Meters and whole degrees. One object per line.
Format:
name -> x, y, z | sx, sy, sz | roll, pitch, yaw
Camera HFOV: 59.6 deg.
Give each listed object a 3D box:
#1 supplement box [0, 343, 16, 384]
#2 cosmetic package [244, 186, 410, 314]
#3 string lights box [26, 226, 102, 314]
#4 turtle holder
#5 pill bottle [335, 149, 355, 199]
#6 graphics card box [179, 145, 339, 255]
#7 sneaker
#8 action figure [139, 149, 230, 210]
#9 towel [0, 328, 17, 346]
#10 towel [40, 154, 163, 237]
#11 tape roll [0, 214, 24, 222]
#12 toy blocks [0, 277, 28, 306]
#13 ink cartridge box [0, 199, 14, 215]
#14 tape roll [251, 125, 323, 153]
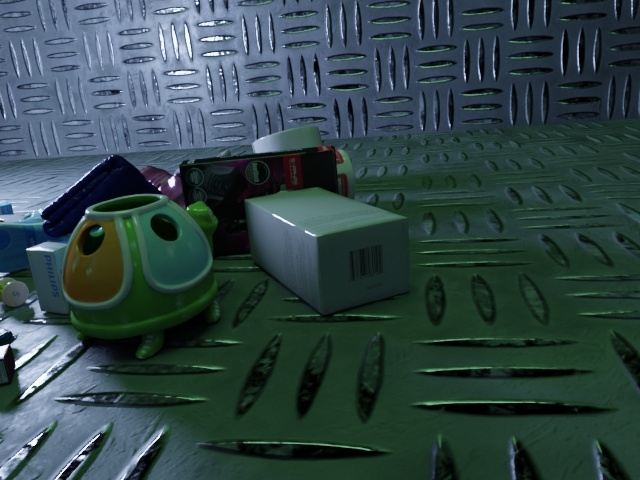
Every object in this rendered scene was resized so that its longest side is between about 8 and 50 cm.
supplement box -> -0.512, 0.195, 0.842 | 0.083, 0.043, 0.055 | -10, 17, -18
cosmetic package -> 0.000, 0.000, 1.135 | 0.196, 0.155, 0.365 | -12, 18, -23
string lights box -> -0.469, 0.040, 1.175 | 0.076, 0.133, 0.259 | 4, 19, 24
turtle holder -> -0.283, 0.036, 0.976 | 0.320, 0.228, 0.243 | -17, 20, -34
pill bottle -> -0.071, -0.163, 1.644 | 0.318, 0.176, 0.176 | -9, 18, -13
graphics card box -> -0.139, -0.096, 1.356 | 0.370, 0.233, 0.094 | -5, 17, -4
sneaker -> -0.775, -0.006, 1.442 | 0.319, 0.127, 0.208 | -8, 16, -43
action figure -> -0.434, -0.137, 1.550 | 0.370, 0.276, 0.248 | 23, 36, 31
towel -> -0.590, 0.173, 0.959 | 0.119, 0.029, 0.067 | 3, 19, 21
towel -> -0.494, -0.076, 1.289 | 0.228, 0.076, 0.308 | -48, -6, -8
tape roll -> -0.953, -0.012, 1.591 | 0.219, 0.072, 0.219 | -5, 17, 2
toy blocks -> -0.692, 0.110, 1.151 | 0.148, 0.054, 0.123 | 9, 23, 39
ink cartridge box -> -1.153, -0.085, 1.902 | 0.180, 0.060, 0.104 | -19, 22, -37
tape roll -> -0.103, -0.292, 1.988 | 0.246, 0.169, 0.246 | -15, 4, 1
